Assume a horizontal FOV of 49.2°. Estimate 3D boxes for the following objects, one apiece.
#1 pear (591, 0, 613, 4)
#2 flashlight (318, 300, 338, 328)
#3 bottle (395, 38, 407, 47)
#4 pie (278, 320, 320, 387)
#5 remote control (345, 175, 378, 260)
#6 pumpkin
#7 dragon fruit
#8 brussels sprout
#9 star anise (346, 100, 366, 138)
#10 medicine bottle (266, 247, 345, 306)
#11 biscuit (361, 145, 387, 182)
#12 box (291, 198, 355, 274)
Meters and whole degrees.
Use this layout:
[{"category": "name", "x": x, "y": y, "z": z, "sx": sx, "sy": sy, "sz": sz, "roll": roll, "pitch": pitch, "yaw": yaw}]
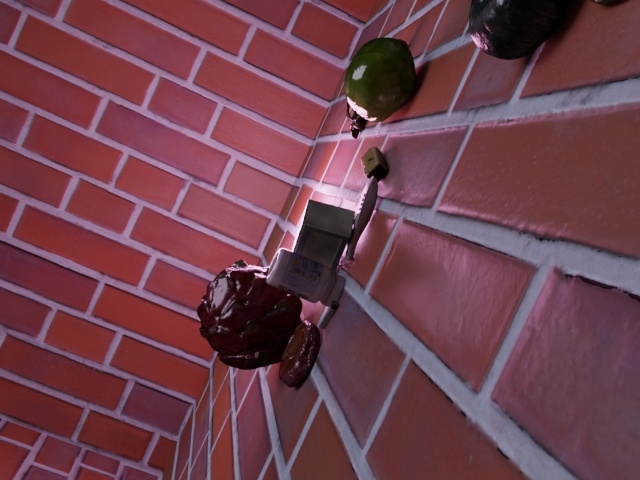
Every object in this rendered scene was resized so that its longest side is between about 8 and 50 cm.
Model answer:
[{"category": "pear", "x": 0.409, "y": -0.459, "z": 0.974, "sx": 0.288, "sy": 0.139, "sz": 0.239, "roll": -132, "pitch": 56, "yaw": -73}, {"category": "flashlight", "x": 0.020, "y": 0.190, "z": 1.781, "sx": 0.018, "sy": 0.018, "sz": 0.083, "roll": -84, "pitch": 20, "yaw": -61}, {"category": "bottle", "x": 0.242, "y": -0.600, "z": 2.329, "sx": 0.053, "sy": 0.053, "sz": 0.140, "roll": -166, "pitch": 99, "yaw": -79}, {"category": "pie", "x": -0.054, "y": 0.297, "z": 1.830, "sx": 0.182, "sy": 0.050, "sz": 0.182, "roll": -56, "pitch": 17, "yaw": 28}, {"category": "remote control", "x": 0.110, "y": -0.056, "z": 1.825, "sx": 0.073, "sy": 0.044, "sz": 0.229, "roll": -151, "pitch": 77, "yaw": -83}, {"category": "pumpkin", "x": 0.334, "y": -0.416, "z": 1.187, "sx": 0.211, "sy": 0.152, "sz": 0.211, "roll": -46, "pitch": 37, "yaw": 50}, {"category": "dragon fruit", "x": -0.203, "y": 0.227, "z": 2.056, "sx": 0.329, "sy": 0.329, "sz": 0.329, "roll": -62, "pitch": 11, "yaw": 22}, {"category": "brussels sprout", "x": 0.168, "y": -0.459, "z": 2.000, "sx": 0.244, "sy": 0.244, "sz": 0.244, "roll": -62, "pitch": 11, "yaw": 22}, {"category": "star anise", "x": 0.123, "y": -0.448, "z": 2.522, "sx": 0.190, "sy": 0.070, "sz": 0.097, "roll": -100, "pitch": 23, "yaw": -50}, {"category": "medicine bottle", "x": -0.038, "y": 0.099, "z": 1.810, "sx": 0.103, "sy": 0.187, "sz": 0.102, "roll": -156, "pitch": 90, "yaw": -81}, {"category": "biscuit", "x": 0.150, "y": -0.212, "z": 1.938, "sx": 0.056, "sy": 0.052, "sz": 0.188, "roll": -49, "pitch": 16, "yaw": 17}, {"category": "box", "x": 0.000, "y": 0.000, "z": 1.881, "sx": 0.225, "sy": 0.130, "sz": 0.086, "roll": 110, "pitch": 173, "yaw": -56}]
